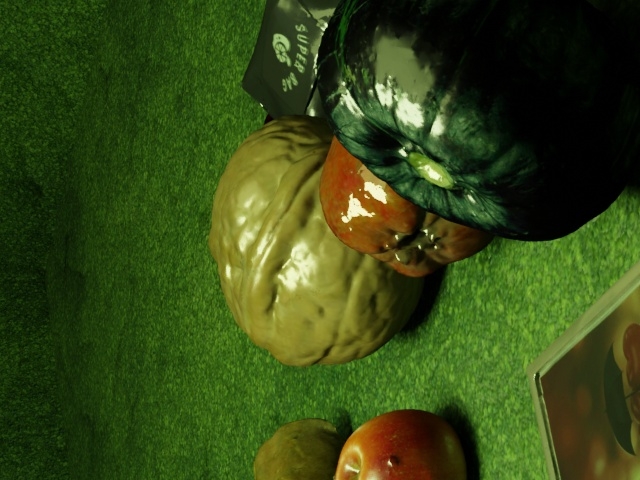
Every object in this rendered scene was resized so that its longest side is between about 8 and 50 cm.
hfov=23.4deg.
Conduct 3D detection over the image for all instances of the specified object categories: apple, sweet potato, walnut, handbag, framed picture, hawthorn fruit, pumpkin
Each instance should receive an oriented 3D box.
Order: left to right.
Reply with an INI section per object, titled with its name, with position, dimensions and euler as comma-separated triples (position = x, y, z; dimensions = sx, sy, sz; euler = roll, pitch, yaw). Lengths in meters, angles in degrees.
[walnut]
position = -0.002, 0.001, 1.896
dimensions = 0.313, 0.252, 0.277
euler = 101, 157, -43
[sweet potato]
position = -0.001, 0.416, 2.031
dimensions = 0.158, 0.157, 0.370
euler = 112, 154, -44
[handbag]
position = 0.027, -0.229, 2.021
dimensions = 0.288, 0.152, 0.342
euler = 54, 142, 35
[apple]
position = 0.092, 0.275, 1.791
dimensions = 0.163, 0.139, 0.163
euler = 180, 90, -72
[hawthorn fruit]
position = 0.103, -0.099, 1.700
dimensions = 0.210, 0.210, 0.262
euler = 117, 154, -50
[pumpkin]
position = 0.153, -0.148, 1.443
dimensions = 0.238, 0.315, 0.315
euler = -61, 16, -12
[framed picture]
position = 0.281, 0.159, 1.457
dimensions = 0.289, 0.020, 0.211
euler = 123, 144, -56

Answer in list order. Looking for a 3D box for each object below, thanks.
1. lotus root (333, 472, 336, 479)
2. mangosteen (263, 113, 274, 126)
[lotus root]
position = 0.065, 0.338, 1.942
dimensions = 0.191, 0.094, 0.108
euler = -124, 56, -73
[mangosteen]
position = -0.043, -0.166, 2.288
dimensions = 0.081, 0.081, 0.081
euler = -179, 90, -70
